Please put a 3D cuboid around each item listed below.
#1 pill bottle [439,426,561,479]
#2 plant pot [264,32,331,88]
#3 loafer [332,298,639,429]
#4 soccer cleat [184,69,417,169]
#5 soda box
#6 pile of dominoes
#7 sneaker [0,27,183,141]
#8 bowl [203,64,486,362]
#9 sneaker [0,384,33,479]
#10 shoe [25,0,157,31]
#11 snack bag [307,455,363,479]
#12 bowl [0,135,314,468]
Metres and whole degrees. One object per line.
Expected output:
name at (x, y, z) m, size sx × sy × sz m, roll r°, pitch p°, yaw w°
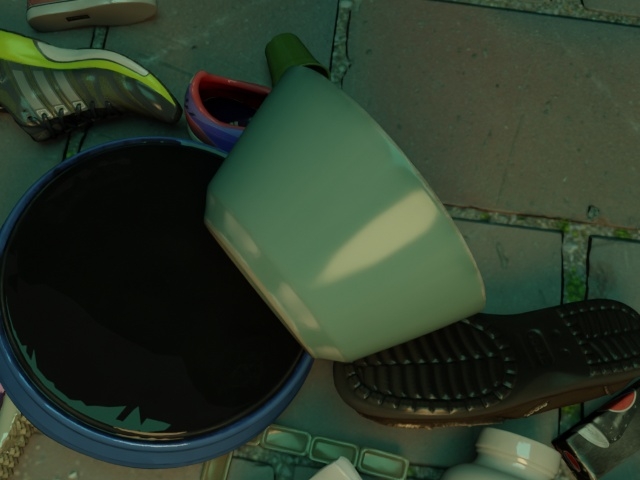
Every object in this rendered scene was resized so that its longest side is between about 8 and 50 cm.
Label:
pill bottle at (0.177, 0.340, 0.793) m, size 0.146 × 0.146 × 0.264 m, roll 20°, pitch 73°, yaw 3°
plant pot at (-0.039, -0.234, 1.006) m, size 0.083 × 0.083 × 0.079 m, roll -20°, pitch 62°, yaw -9°
loafer at (0.195, 0.160, 0.853) m, size 0.366 × 0.130 × 0.133 m, roll -3°, pitch 51°, yaw -6°
soccer cleat at (-0.025, -0.123, 0.944) m, size 0.318 × 0.116 × 0.108 m, roll 21°, pitch 73°, yaw 4°
soda box at (0.364, 0.217, 0.891) m, size 0.169 × 0.053 × 0.060 m, roll -31°, pitch 77°, yaw -12°
pile of dominoes at (-0.022, 0.323, 0.859) m, size 0.251 × 0.040 × 0.196 m, roll 12°, pitch 73°, yaw 9°
sneaker at (-0.323, -0.180, 0.963) m, size 0.300 × 0.111 × 0.121 m, roll 12°, pitch 79°, yaw 9°
bowl at (0.000, 0.000, 0.751) m, size 0.163 × 0.311 × 0.311 m, roll -39°, pitch 78°, yaw -7°
sneaker at (-0.410, 0.210, 0.833) m, size 0.146 × 0.102 × 0.293 m, roll 22°, pitch 65°, yaw 4°
shoe at (-0.316, -0.342, 1.026) m, size 0.178 × 0.063 × 0.081 m, roll -7°, pitch 78°, yaw -1°
snack bag at (0.018, 0.408, 0.725) m, size 0.323 × 0.037 × 0.342 m, roll 47°, pitch 114°, yaw 13°
bowl at (-0.178, 0.056, 0.852) m, size 0.391 × 0.077 × 0.391 m, roll 6°, pitch 67°, yaw -15°
